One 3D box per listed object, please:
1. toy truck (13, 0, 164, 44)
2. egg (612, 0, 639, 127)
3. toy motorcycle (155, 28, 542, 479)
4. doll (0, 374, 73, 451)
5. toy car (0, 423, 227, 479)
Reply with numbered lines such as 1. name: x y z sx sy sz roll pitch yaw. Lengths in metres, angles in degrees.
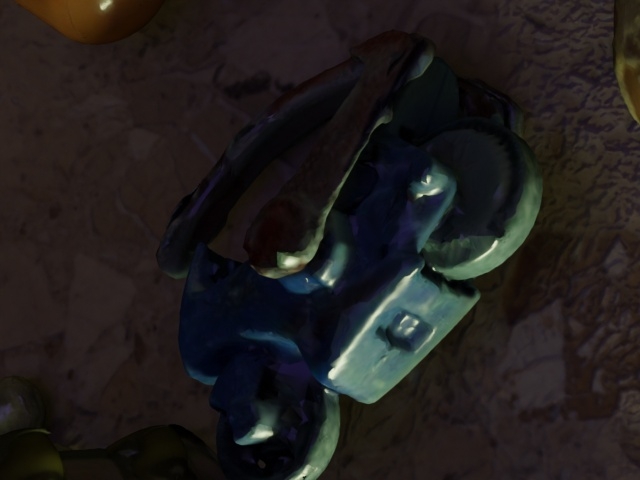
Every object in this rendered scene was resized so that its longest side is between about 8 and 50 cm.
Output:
1. toy truck: -0.146 -0.287 1.320 0.265 0.189 0.239 -29 89 21
2. egg: 0.277 -0.137 1.121 0.195 0.195 0.233 -17 72 23
3. toy motorcycle: 0.016 0.010 1.273 0.182 0.241 0.319 37 101 -22
4. doll: -0.320 0.222 1.425 0.278 0.149 0.175 -39 42 6
5. toy car: -0.172 0.276 1.233 0.226 0.336 0.242 -40 70 18
